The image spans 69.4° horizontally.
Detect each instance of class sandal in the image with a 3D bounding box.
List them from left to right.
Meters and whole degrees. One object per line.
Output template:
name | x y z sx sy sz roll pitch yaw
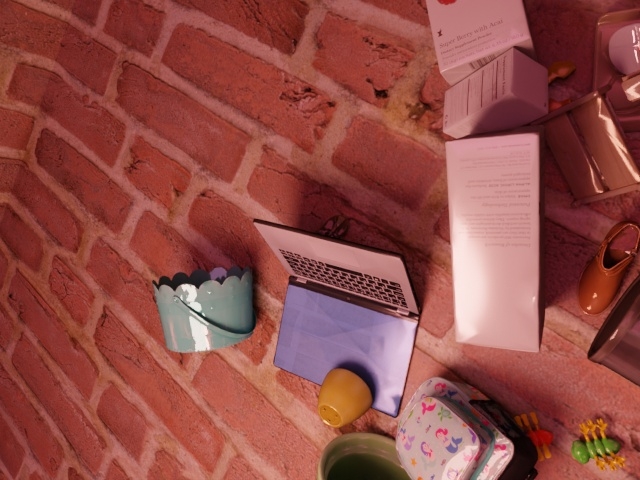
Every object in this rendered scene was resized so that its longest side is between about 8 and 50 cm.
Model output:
sandal | 0.000 0.000 1.222 0.180 0.049 0.072 -37 77 8
sandal | 0.651 -0.346 0.791 0.265 0.076 0.102 7 128 39

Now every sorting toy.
sorting toy | 0.594 -0.326 0.896 0.307 0.041 0.229 4 95 30

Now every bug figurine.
bug figurine | 0.484 0.473 0.883 0.216 0.072 0.279 -18 51 16

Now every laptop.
laptop | 0.016 0.188 1.105 0.382 0.408 0.236 14 62 29

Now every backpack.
backpack | 0.273 0.415 0.955 0.225 0.191 0.253 -62 28 12

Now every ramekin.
ramekin | 0.119 0.584 1.002 0.303 0.303 0.148 28 110 27

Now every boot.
boot | 0.529 0.054 0.855 0.073 0.152 0.197 21 99 28

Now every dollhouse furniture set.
dollhouse furniture set | 0.592 -0.157 0.880 0.355 0.174 0.303 -20 100 59

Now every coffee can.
coffee can | 0.635 0.193 0.766 0.275 0.201 0.201 33 105 25

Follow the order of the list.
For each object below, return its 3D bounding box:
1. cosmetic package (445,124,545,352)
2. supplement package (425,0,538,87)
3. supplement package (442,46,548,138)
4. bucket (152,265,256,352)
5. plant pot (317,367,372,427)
cosmetic package | 0.342 -0.011 0.880 0.156 0.217 0.385 -1 106 29
supplement package | 0.328 -0.490 0.967 0.177 0.175 0.293 -13 82 30
supplement package | 0.350 -0.281 0.937 0.179 0.105 0.105 -21 56 58
bucket | -0.310 0.181 1.267 0.281 0.281 0.183 -3 97 29
plant pot | 0.046 0.397 1.128 0.134 0.095 0.134 15 121 27
